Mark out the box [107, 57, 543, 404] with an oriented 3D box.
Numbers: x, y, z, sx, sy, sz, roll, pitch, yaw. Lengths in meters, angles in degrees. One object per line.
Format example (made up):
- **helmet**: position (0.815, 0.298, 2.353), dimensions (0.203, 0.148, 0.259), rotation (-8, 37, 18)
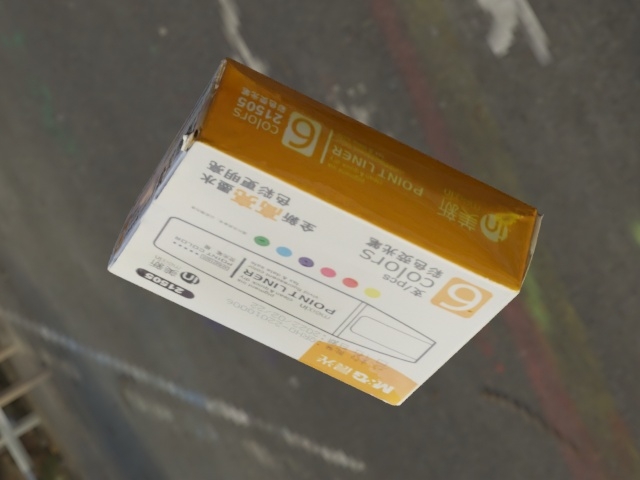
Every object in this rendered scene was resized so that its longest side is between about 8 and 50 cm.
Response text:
- **box**: position (0.000, 0.000, 1.393), dimensions (0.273, 0.091, 0.221), rotation (24, 145, -9)
